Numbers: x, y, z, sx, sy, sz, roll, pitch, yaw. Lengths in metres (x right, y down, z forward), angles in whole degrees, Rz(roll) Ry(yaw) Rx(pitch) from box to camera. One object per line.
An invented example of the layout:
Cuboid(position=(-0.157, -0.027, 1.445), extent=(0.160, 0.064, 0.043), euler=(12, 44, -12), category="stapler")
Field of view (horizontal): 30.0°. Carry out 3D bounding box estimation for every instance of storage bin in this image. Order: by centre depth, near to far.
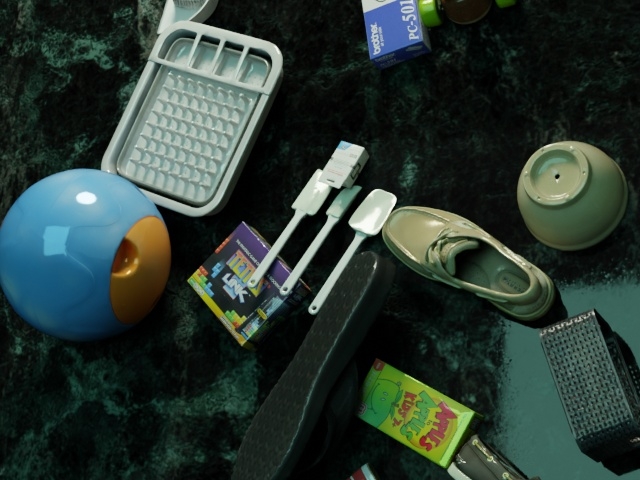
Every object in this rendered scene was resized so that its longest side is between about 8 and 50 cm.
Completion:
Cuboid(position=(0.373, 0.197, 1.621), extent=(0.084, 0.122, 0.180), euler=(-25, 62, 18), category="storage bin")

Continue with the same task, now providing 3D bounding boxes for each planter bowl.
Cuboid(position=(0.355, -0.078, 1.741), extent=(0.162, 0.109, 0.162), euler=(-10, 67, 25), category="planter bowl")

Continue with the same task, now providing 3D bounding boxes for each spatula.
Cuboid(position=(0.000, 0.000, 1.920), extent=(0.168, 0.019, 0.242), euler=(23, 67, 27), category="spatula")

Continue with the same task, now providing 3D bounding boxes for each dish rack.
Cuboid(position=(-0.217, -0.209, 2.112), extent=(0.285, 0.072, 0.333), euler=(20, 81, 31), category="dish rack")

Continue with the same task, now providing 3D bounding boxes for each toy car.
Cuboid(position=(0.210, -0.446, 1.904), extent=(0.155, 0.188, 0.149), euler=(-12, 66, 21), category="toy car")

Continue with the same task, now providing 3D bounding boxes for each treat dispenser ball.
Cuboid(position=(-0.392, 0.025, 1.987), extent=(0.288, 0.288, 0.288), euler=(-10, 67, 24), category="treat dispenser ball")

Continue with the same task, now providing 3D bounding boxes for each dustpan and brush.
Cuboid(position=(-0.217, -0.453, 2.208), extent=(0.211, 0.060, 0.147), euler=(6, 75, 29), category="dustpan and brush")

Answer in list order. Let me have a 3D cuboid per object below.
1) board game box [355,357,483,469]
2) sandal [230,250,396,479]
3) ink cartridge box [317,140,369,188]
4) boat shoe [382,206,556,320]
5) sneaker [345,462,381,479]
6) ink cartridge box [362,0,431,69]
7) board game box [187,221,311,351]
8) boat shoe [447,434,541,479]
Cuboid(position=(0.139, 0.257, 1.768), extent=(0.181, 0.043, 0.092), euler=(26, 85, 32), category="board game box")
Cuboid(position=(0.007, 0.230, 1.788), extent=(0.446, 0.107, 0.167), euler=(-59, 19, -3), category="sandal")
Cuboid(position=(0.037, -0.117, 1.960), extent=(0.048, 0.028, 0.083), euler=(20, 69, 32), category="ink cartridge box")
Cuboid(position=(0.209, 0.020, 1.787), extent=(0.302, 0.098, 0.109), euler=(31, 88, 33), category="boat shoe")
Cuboid(position=(0.071, 0.392, 1.754), extent=(0.067, 0.042, 0.118), euler=(-35, 52, 7), category="sneaker")
Cuboid(position=(0.123, -0.399, 2.020), extent=(0.097, 0.046, 0.207), euler=(-17, 65, 22), category="ink cartridge box")
Cuboid(position=(-0.119, 0.075, 1.968), extent=(0.141, 0.048, 0.170), euler=(-48, 58, 5), category="board game box")
Cuboid(position=(0.277, 0.350, 1.639), extent=(0.227, 0.081, 0.069), euler=(32, 92, 35), category="boat shoe")
